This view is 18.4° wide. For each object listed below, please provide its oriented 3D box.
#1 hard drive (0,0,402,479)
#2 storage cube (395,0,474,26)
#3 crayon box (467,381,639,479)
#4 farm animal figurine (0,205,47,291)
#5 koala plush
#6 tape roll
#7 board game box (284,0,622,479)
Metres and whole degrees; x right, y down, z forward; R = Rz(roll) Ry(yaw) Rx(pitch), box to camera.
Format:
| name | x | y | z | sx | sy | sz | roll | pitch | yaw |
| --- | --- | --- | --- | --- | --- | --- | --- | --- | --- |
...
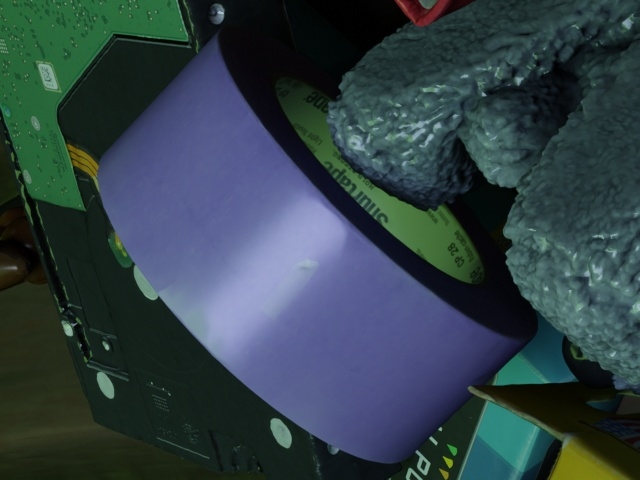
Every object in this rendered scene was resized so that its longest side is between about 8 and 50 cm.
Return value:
| name | x | y | z | sx | sy | sz | roll | pitch | yaw |
| --- | --- | --- | --- | --- | --- | --- | --- | --- | --- |
| hard drive | -0.085 | -0.036 | 1.051 | 0.237 | 0.064 | 0.339 | 12 | 124 | 51 |
| storage cube | 0.079 | -0.225 | 0.676 | 0.215 | 0.193 | 0.183 | 54 | 149 | 11 |
| crayon box | 0.219 | 0.158 | 0.785 | 0.318 | 0.202 | 0.081 | 34 | 111 | 39 |
| farm animal figurine | -0.298 | -0.103 | 1.358 | 0.327 | 0.172 | 0.330 | 26 | 135 | 44 |
| koala plush | 0.155 | -0.009 | 0.801 | 0.196 | 0.203 | 0.221 | 41 | 166 | 50 |
| tape roll | 0.000 | 0.000 | 0.849 | 0.080 | 0.189 | 0.189 | -46 | 71 | 14 |
| board game box | 0.011 | 0.028 | 1.105 | 0.336 | 0.079 | 0.254 | 45 | 146 | 25 |
